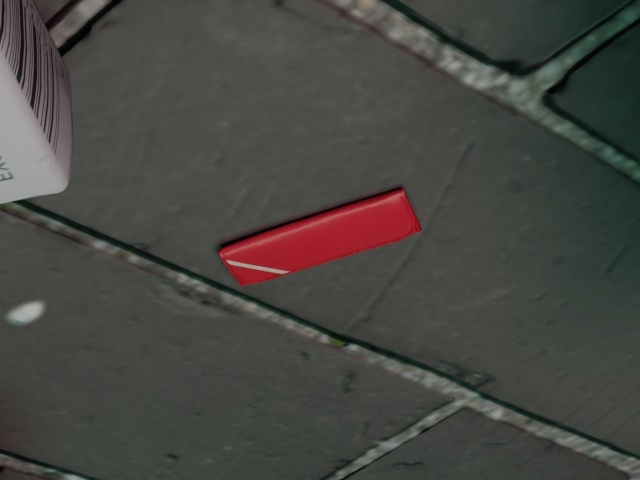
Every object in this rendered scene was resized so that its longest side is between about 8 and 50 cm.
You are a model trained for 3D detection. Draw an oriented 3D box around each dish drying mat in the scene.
[{"bbox_3d":[0.000,0.000,0.719,0.083,0.008,0.032,-17,143,9],"label":"dish drying mat"}]

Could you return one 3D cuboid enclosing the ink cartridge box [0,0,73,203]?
[{"bbox_3d":[-0.272,-0.090,0.461,0.330,0.071,0.324,-13,147,5],"label":"ink cartridge box"}]
